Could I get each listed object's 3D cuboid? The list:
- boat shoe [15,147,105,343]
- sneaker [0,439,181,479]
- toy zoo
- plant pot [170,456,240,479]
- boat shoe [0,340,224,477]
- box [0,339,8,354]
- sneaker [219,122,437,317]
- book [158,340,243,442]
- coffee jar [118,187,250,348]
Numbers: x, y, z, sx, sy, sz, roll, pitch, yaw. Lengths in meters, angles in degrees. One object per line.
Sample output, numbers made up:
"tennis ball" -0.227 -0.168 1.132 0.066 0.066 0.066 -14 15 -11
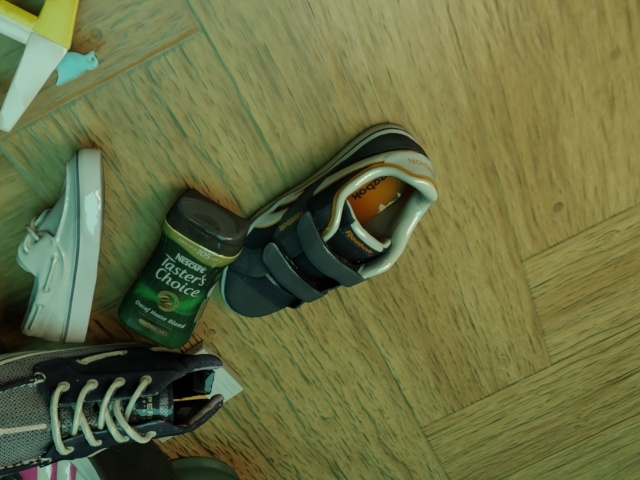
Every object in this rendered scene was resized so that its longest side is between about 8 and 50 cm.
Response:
"boat shoe" -0.292 0.015 0.666 0.084 0.095 0.258 6 118 -23
"sneaker" -0.330 0.321 0.794 0.295 0.124 0.178 39 114 2
"toy zoo" -0.337 -0.224 0.519 0.293 0.030 0.192 23 100 -26
"plant pot" -0.197 0.462 0.909 0.293 0.196 0.293 -6 122 -10
"boat shoe" -0.249 0.175 0.644 0.158 0.340 0.127 -2 94 28
"box" -0.470 0.114 0.642 0.184 0.103 0.261 -22 109 -4
"sneaker" 0.000 0.000 0.717 0.321 0.127 0.126 -44 123 15
"book" -0.197 0.215 0.855 0.144 0.035 0.096 -32 120 6
"coffee jar" -0.162 0.034 0.715 0.096 0.079 0.184 30 111 -5
